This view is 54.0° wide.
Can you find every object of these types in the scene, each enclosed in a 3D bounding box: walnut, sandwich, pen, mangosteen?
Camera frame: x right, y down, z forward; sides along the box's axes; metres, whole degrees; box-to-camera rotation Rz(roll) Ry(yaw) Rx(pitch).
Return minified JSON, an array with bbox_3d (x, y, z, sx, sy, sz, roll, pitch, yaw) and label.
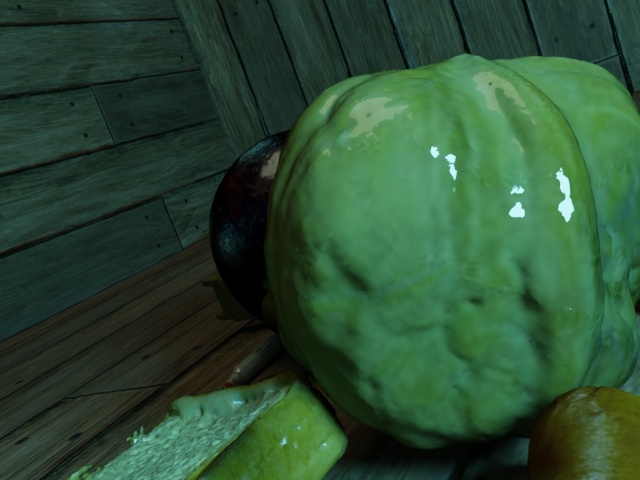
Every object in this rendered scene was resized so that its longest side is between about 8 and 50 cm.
[{"bbox_3d":[0.104,0.005,0.468,0.282,0.277,0.253,1,18,5],"label":"walnut"},{"bbox_3d":[-0.114,0.190,0.429,0.226,0.087,0.251,-28,4,36],"label":"sandwich"},{"bbox_3d":[-0.063,0.141,0.823,0.026,0.026,0.218,-15,11,32],"label":"pen"},{"bbox_3d":[0.000,0.000,0.782,0.288,0.288,0.288,-20,9,3],"label":"mangosteen"}]

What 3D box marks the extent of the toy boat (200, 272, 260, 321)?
[{"bbox_3d":[0.018,0.008,1.059,0.445,0.136,0.162,-25,19,-22],"label":"toy boat"}]

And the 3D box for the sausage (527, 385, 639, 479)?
[{"bbox_3d":[0.084,0.153,0.244,0.302,0.076,0.103,-29,13,-40],"label":"sausage"}]

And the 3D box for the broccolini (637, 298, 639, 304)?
[{"bbox_3d":[0.299,0.047,0.557,0.052,0.054,0.194,-50,12,10],"label":"broccolini"}]
